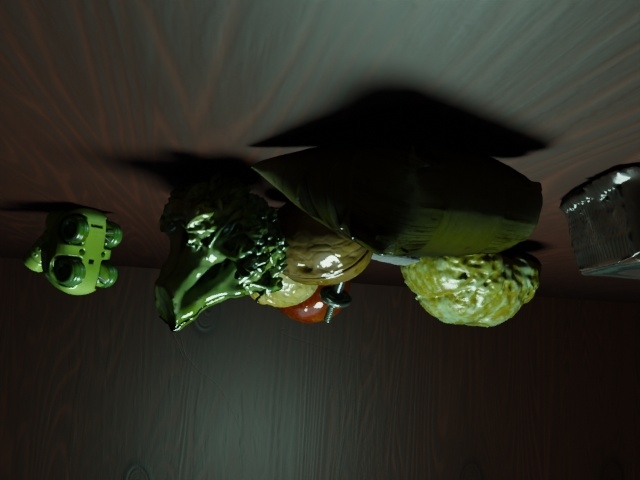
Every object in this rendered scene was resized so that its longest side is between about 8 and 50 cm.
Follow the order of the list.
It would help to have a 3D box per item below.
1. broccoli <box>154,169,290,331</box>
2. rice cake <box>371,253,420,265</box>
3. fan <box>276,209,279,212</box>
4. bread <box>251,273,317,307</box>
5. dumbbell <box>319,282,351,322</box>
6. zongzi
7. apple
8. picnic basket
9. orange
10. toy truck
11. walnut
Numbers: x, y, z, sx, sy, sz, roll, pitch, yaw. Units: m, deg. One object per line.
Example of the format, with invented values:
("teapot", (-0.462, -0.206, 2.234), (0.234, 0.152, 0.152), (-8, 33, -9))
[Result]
("broccoli", (-0.188, 0.021, 1.077), (0.248, 0.245, 0.288), (37, 146, 20))
("rice cake", (0.074, 0.000, 1.409), (0.364, 0.056, 0.072), (12, 161, -39))
("fan", (0.013, -0.051, 1.341), (0.334, 0.011, 0.229), (3, 172, -1))
("bread", (-0.114, 0.060, 1.548), (0.244, 0.134, 0.244), (34, -165, -10))
("dumbbell", (0.051, 0.085, 1.555), (0.110, 0.255, 0.110), (13, -155, -6))
("zongzi", (0.096, -0.067, 0.863), (0.273, 0.145, 0.300), (3, -169, -38))
("apple", (-0.025, 0.107, 1.757), (0.229, 0.230, 0.230), (3, 172, 0))
("picnic basket", (0.484, -0.015, 0.976), (0.222, 0.129, 0.297), (5, 171, 1))
("orange", (0.367, 0.101, 1.608), (0.368, 0.211, 0.271), (10, 172, -28))
("toy truck", (-0.556, 0.009, 1.482), (0.210, 0.187, 0.148), (26, -173, 26))
("walnut", (0.000, 0.000, 1.188), (0.207, 0.168, 0.167), (-2, 171, 29))
